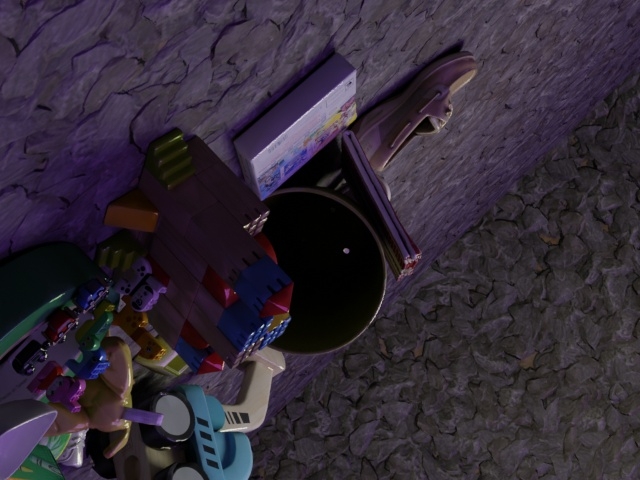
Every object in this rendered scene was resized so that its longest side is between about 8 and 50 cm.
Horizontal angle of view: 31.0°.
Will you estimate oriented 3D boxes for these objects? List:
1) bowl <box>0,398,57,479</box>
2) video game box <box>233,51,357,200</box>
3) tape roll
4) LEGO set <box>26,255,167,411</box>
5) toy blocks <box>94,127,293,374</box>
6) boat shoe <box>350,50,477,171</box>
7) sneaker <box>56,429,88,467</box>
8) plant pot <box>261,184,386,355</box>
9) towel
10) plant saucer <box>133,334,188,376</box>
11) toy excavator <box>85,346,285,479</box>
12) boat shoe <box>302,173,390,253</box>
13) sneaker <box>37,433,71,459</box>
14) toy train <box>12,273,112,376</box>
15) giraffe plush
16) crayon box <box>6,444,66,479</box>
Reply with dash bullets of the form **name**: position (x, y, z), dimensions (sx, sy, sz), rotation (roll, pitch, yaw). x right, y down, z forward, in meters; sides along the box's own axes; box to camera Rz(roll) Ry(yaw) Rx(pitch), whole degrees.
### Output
- **bowl**: position (-0.416, 0.259, 1.468), dimensions (0.142, 0.053, 0.142), rotation (-53, 167, 17)
- **video game box**: position (-0.032, -0.166, 1.715), dimensions (0.205, 0.048, 0.187), rotation (-42, 165, -10)
- **tape roll**: position (-0.399, 0.146, 1.481), dimensions (0.321, 0.077, 0.321), rotation (-45, 167, -14)
- **LEGO set**: position (-0.264, 0.138, 1.520), dimensions (0.227, 0.093, 0.087), rotation (-49, 168, 4)
- **toy blocks**: position (-0.147, 0.051, 1.577), dimensions (0.190, 0.261, 0.381), rotation (-35, 164, -34)
- **boat shoe**: position (0.180, -0.226, 2.035), dimensions (0.302, 0.098, 0.109), rotation (-37, 165, -26)
- **sneaker**: position (-0.413, 0.312, 1.904), dimensions (0.232, 0.115, 0.090), rotation (-45, 167, 3)
- **plant pot**: position (-0.011, 0.018, 1.966), dimensions (0.275, 0.275, 0.293), rotation (-48, -177, 16)
- **towel**: position (0.098, -0.055, 1.947), dimensions (0.037, 0.237, 0.329), rotation (-27, 173, -2)
- **plant saucer**: position (-0.247, 0.187, 2.163), dimensions (0.188, 0.045, 0.188), rotation (-42, 167, -5)
- **toy excavator**: position (-0.226, 0.387, 2.315), dimensions (0.445, 0.433, 0.222), rotation (11, 144, -45)
- **boat shoe**: position (0.000, 0.000, 2.175), dimensions (0.324, 0.117, 0.096), rotation (-42, 171, 20)
- **sneaker**: position (-0.490, 0.326, 1.736), dimensions (0.295, 0.109, 0.123), rotation (-37, 169, -26)
- **toy train**: position (-0.314, 0.101, 1.399), dimensions (0.158, 0.027, 0.036), rotation (-47, 157, -5)
- **giraffe plush**: position (-0.346, 0.210, 1.753), dimensions (0.181, 0.210, 0.170), rotation (-58, -161, 4)
- **crayon box**: position (-0.511, 0.352, 1.592), dimensions (0.165, 0.081, 0.278), rotation (-51, 142, 14)
